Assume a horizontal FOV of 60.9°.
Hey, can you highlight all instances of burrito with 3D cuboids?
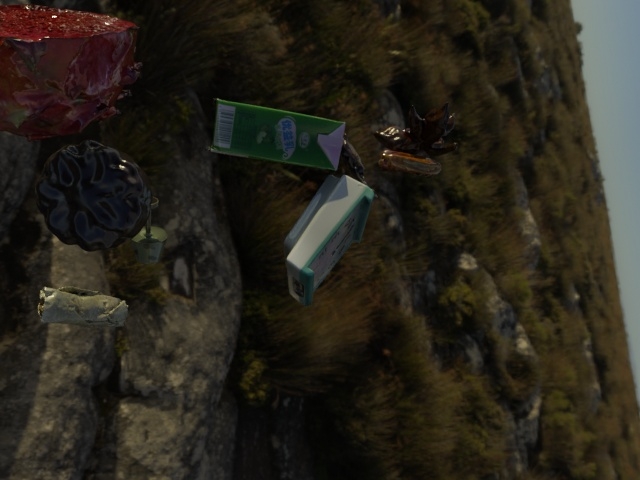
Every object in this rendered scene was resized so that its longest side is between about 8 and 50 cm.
[{"bbox_3d":[-0.705,0.204,1.642,0.392,0.076,0.117,37,47,-72],"label":"burrito"}]

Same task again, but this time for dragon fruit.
[{"bbox_3d":[-0.529,-0.317,1.029,0.386,0.371,0.249,-121,-148,-55],"label":"dragon fruit"}]

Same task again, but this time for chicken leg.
[{"bbox_3d":[0.092,-0.226,1.570,0.253,0.051,0.106,60,10,1],"label":"chicken leg"}]

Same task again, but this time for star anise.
[{"bbox_3d":[0.220,-0.221,1.221,0.212,0.196,0.111,66,11,-79],"label":"star anise"}]

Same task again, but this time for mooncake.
[{"bbox_3d":[-0.581,-0.112,1.392,0.141,0.283,0.283,-98,176,-86],"label":"mooncake"}]

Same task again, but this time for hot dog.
[{"bbox_3d":[0.189,-0.161,1.155,0.062,0.144,0.038,-122,-138,-59],"label":"hot dog"}]

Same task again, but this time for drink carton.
[{"bbox_3d":[-0.094,-0.218,1.133,0.161,0.271,0.108,-109,-151,-76],"label":"drink carton"}]

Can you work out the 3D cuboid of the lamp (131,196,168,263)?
[{"bbox_3d":[-0.557,-0.034,1.764,0.121,0.121,0.214,-44,146,-58],"label":"lamp"}]

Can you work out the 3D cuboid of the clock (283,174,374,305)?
[{"bbox_3d":[0.000,0.000,1.173,0.231,0.116,0.262,-52,168,-17],"label":"clock"}]
